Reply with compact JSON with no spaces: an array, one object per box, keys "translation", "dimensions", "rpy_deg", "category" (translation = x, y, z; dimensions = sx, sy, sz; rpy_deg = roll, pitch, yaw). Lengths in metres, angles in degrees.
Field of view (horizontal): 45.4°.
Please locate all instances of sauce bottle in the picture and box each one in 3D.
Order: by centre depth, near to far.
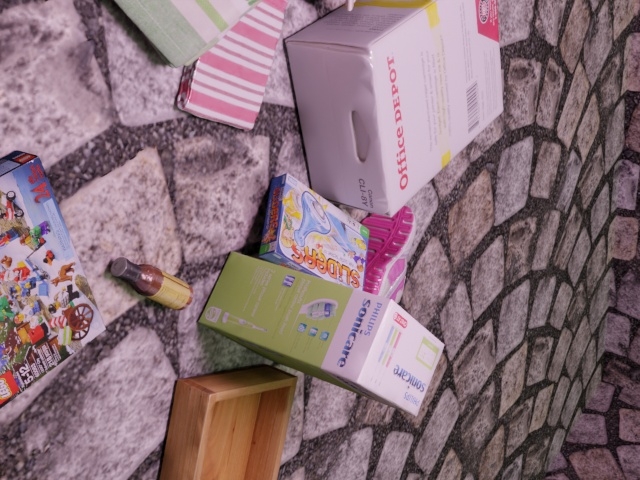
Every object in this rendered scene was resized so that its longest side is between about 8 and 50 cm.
[{"translation":[-0.215,0.054,0.978],"dimensions":[0.128,0.042,0.042],"rpy_deg":[39,71,-52],"category":"sauce bottle"}]

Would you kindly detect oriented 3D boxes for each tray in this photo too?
[{"translation":[-0.161,0.404,1.167],"dimensions":[0.203,0.076,0.411],"rpy_deg":[2,102,-55],"category":"tray"}]

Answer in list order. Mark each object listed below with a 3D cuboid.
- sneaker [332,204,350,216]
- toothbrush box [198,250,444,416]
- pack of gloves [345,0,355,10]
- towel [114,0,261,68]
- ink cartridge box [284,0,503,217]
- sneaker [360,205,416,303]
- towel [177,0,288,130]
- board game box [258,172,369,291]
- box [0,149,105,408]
[{"translation":[0.000,0.000,1.261],"dimensions":[0.058,0.052,0.135],"rpy_deg":[35,66,-44],"category":"sneaker"},{"translation":[0.003,0.134,1.104],"dimensions":[0.206,0.283,0.122],"rpy_deg":[40,70,-52],"category":"toothbrush box"},{"translation":[0.039,-0.473,1.084],"dimensions":[0.195,0.046,0.232],"rpy_deg":[-75,167,-52],"category":"pack of gloves"},{"translation":[-0.110,-0.374,0.849],"dimensions":[0.325,0.038,0.248],"rpy_deg":[-42,137,-2],"category":"towel"},{"translation":[0.136,-0.260,1.240],"dimensions":[0.385,0.160,0.279],"rpy_deg":[-42,134,-38],"category":"ink cartridge box"},{"translation":[0.106,0.055,1.390],"dimensions":[0.252,0.103,0.111],"rpy_deg":[-63,149,-4],"category":"sneaker"},{"translation":[-0.116,-0.252,1.011],"dimensions":[0.144,0.029,0.197],"rpy_deg":[9,98,-56],"category":"towel"},{"translation":[-0.004,0.003,1.176],"dimensions":[0.201,0.035,0.136],"rpy_deg":[32,53,-39],"category":"board game box"},{"translation":[-0.333,0.045,0.805],"dimensions":[0.159,0.044,0.233],"rpy_deg":[-41,134,-39],"category":"box"}]
